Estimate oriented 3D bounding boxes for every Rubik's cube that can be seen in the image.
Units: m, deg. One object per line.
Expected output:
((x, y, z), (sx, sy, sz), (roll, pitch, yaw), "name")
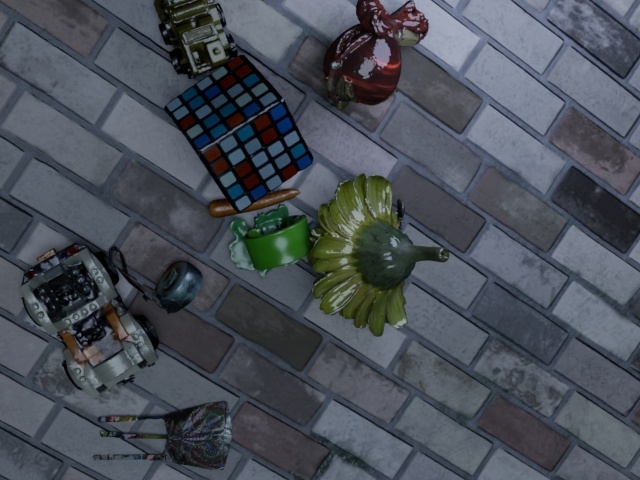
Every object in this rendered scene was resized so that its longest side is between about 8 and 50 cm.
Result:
((-0.150, -0.200, 1.690), (0.187, 0.182, 0.184), (-36, 138, -3), "Rubik's cube")

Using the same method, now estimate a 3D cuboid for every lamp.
((0.105, -0.351, 1.757), (0.223, 0.215, 0.151), (-45, 70, 31), "lamp")

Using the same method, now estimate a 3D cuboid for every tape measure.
((-0.323, 0.057, 1.772), (0.180, 0.104, 0.107), (40, 94, -15), "tape measure")

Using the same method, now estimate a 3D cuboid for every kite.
((-0.325, 0.410, 1.877), (0.285, 0.015, 0.152), (1, 99, -11), "kite")

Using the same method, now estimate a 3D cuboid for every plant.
((0.129, 0.005, 1.772), (0.297, 0.261, 0.306), (-30, 118, 31), "plant")

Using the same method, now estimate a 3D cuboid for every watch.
((-0.095, 0.013, 1.785), (0.165, 0.152, 0.131), (-18, 105, -8), "watch")

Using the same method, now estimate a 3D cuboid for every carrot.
((-0.133, -0.078, 1.825), (0.190, 0.037, 0.037), (-11, 101, -12), "carrot")

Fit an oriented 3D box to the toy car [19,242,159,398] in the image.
((-0.456, 0.153, 1.762), (0.193, 0.118, 0.301), (-29, 102, -2), "toy car")

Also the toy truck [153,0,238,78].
((-0.250, -0.440, 1.696), (0.127, 0.127, 0.257), (-20, 99, -5), "toy truck")

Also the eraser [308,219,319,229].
((0.000, 0.000, 1.867), (0.038, 0.019, 0.083), (-44, 104, 1), "eraser")
